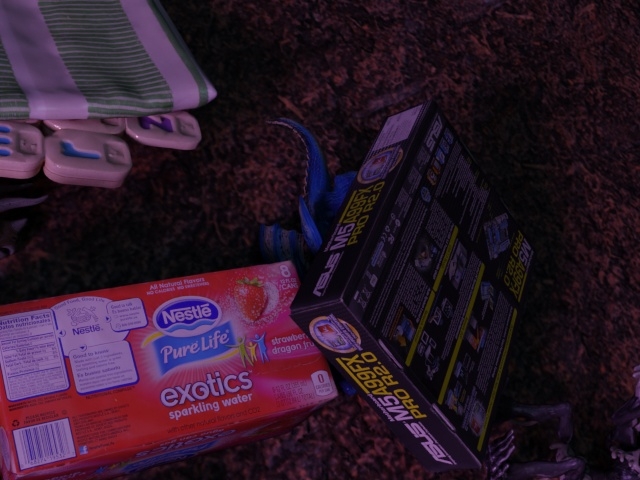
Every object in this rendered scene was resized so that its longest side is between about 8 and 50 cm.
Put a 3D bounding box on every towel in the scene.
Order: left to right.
[{"bbox_3d":[-0.279,-0.190,0.775,0.325,0.038,0.247,-5,46,-33],"label":"towel"}]

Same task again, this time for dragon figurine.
[{"bbox_3d":[0.000,0.000,0.838,0.144,0.085,0.289,-24,83,-41],"label":"dragon figurine"}]

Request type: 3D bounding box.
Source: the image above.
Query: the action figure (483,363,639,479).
[{"bbox_3d":[0.285,0.212,0.833,0.276,0.141,0.164,16,47,-14],"label":"action figure"}]

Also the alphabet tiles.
[{"bbox_3d":[-0.254,-0.144,0.785,0.278,0.021,0.284,5,40,-24],"label":"alphabet tiles"}]

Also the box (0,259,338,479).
[{"bbox_3d":[-0.134,0.111,0.704,0.257,0.122,0.128,-9,69,-28],"label":"box"}]

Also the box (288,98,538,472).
[{"bbox_3d":[0.100,0.035,0.792,0.216,0.060,0.270,51,44,-26],"label":"box"}]

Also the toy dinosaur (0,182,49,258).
[{"bbox_3d":[-0.342,-0.005,0.624,0.121,0.313,0.160,32,93,7],"label":"toy dinosaur"}]
